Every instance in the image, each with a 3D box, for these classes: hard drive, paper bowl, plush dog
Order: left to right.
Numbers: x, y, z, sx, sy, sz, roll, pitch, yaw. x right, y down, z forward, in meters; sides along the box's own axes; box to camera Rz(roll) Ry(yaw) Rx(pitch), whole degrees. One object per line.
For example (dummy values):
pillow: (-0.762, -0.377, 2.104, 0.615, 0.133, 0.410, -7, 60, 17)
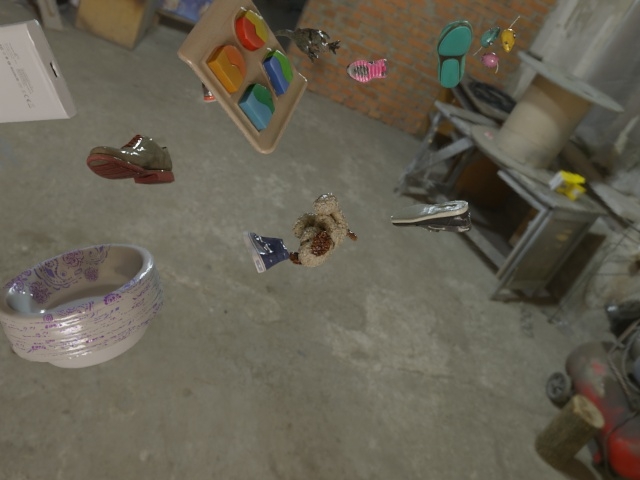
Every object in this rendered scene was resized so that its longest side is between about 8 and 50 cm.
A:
hard drive: (-0.696, -0.360, 1.275, 0.307, 0.203, 0.040, 3, 35, 25)
paper bowl: (-0.439, 0.129, 1.097, 0.283, 0.148, 0.284, -7, 24, 3)
plush dog: (0.000, 0.000, 1.999, 0.210, 0.262, 0.225, 40, 55, -7)

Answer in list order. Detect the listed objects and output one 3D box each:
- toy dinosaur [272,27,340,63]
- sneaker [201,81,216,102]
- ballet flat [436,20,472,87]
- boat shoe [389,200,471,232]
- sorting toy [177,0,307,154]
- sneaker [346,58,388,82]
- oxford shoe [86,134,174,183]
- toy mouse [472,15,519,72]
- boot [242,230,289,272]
toy dinosaur: (-0.030, -0.479, 1.408, 0.118, 0.064, 0.268, 16, 8, -39)
sneaker: (-0.269, -0.396, 1.459, 0.061, 0.065, 0.158, -14, 28, -2)
ballet flat: (0.332, -0.491, 1.469, 0.083, 0.247, 0.087, 0, 70, 6)
boat shoe: (0.289, -0.051, 1.546, 0.233, 0.079, 0.084, -2, 33, 40)
sorting toy: (-0.106, -0.269, 0.906, 0.208, 0.038, 0.193, 48, 49, -34)
sneaker: (0.094, -0.371, 1.268, 0.119, 0.047, 0.057, -16, 24, -40)
oxford shoe: (-0.535, -0.237, 1.637, 0.122, 0.130, 0.348, -4, -2, 13)
toy mouse: (0.472, -0.538, 1.616, 0.031, 0.161, 0.143, 15, -6, -35)
boot: (-0.136, 0.018, 1.443, 0.086, 0.069, 0.190, -22, 29, -9)
